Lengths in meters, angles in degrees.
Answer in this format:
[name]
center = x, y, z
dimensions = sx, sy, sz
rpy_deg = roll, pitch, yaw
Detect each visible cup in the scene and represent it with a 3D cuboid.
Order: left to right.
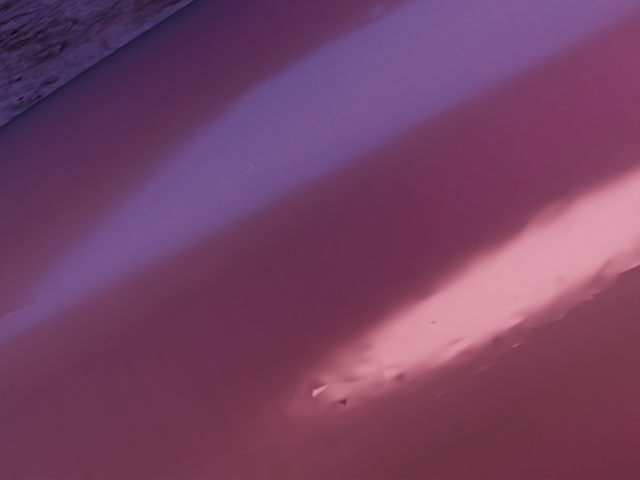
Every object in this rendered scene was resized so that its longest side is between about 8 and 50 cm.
[cup]
center = -0.012, 0.042, 0.657
dimensions = 0.372, 0.253, 0.253
rpy_deg = -30, 24, 0
